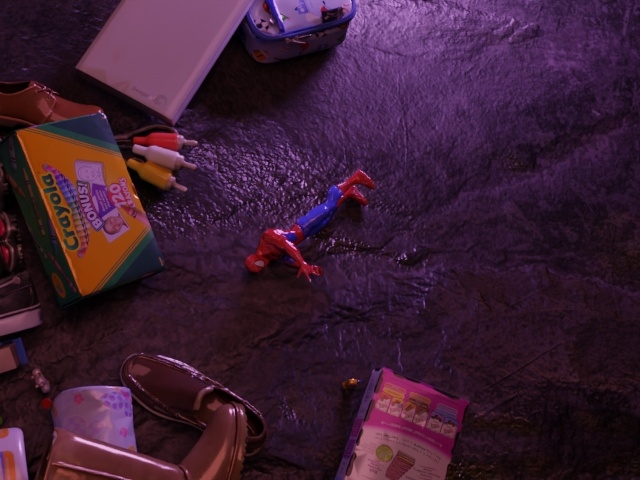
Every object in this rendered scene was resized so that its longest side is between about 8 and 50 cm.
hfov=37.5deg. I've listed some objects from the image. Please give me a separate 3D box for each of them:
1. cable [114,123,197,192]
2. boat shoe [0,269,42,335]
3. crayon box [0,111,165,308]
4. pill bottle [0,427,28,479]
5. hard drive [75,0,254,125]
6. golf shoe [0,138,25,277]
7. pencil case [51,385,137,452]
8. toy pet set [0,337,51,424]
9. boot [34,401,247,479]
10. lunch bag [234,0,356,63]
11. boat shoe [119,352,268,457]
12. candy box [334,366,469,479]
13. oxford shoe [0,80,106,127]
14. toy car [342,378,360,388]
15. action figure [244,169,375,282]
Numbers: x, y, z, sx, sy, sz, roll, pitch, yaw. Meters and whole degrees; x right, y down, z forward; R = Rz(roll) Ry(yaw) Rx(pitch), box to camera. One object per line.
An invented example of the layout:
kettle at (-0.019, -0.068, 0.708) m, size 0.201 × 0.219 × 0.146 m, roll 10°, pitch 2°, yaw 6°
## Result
cable at (-0.353, -0.168, 1.627) m, size 0.287 × 0.072 × 0.140 m, roll 14°, pitch 61°, yaw -10°
boat shoe at (-0.573, 0.113, 1.397) m, size 0.306 × 0.113 × 0.105 m, roll -14°, pitch 97°, yaw -23°
crayon box at (-0.379, -0.051, 1.503) m, size 0.165 × 0.081 × 0.279 m, roll -21°, pitch 88°, yaw -43°
pill bottle at (-0.542, 0.353, 1.295) m, size 0.272 × 0.152 × 0.152 m, roll -6°, pitch 69°, yaw -18°
hard drive at (-0.274, -0.383, 1.711) m, size 0.203 × 0.040 × 0.308 m, roll 29°, pitch 75°, yaw 6°
golf shoe at (-0.548, -0.069, 1.510) m, size 0.120 × 0.105 × 0.273 m, roll -8°, pitch 69°, yaw -13°
pencil case at (-0.327, 0.350, 1.384) m, size 0.124 × 0.113 × 0.273 m, roll -15°, pitch 68°, yaw 15°
toy pet set at (-0.479, 0.214, 1.438) m, size 0.122 × 0.065 × 0.114 m, roll -17°, pitch 96°, yaw -6°
boot at (-0.246, 0.308, 1.318) m, size 0.269 × 0.089 × 0.236 m, roll 20°, pitch 57°, yaw -19°
lunch bag at (-0.080, -0.493, 1.834) m, size 0.243 × 0.115 × 0.303 m, roll -17°, pitch 72°, yaw -20°
boat shoe at (-0.193, 0.245, 1.479) m, size 0.257 × 0.095 × 0.095 m, roll 28°, pitch 62°, yaw -3°
candy box at (0.125, 0.341, 1.519) m, size 0.159 × 0.071 × 0.233 m, roll 23°, pitch 75°, yaw -6°
oxford shoe at (-0.470, -0.231, 1.607) m, size 0.212 × 0.076 × 0.076 m, roll 5°, pitch 31°, yaw -17°
toy car at (0.095, 0.273, 1.584) m, size 0.122 × 0.040 × 0.060 m, roll 17°, pitch 63°, yaw -9°
action figure at (0.000, 0.000, 1.647) m, size 0.280 × 0.091 × 0.139 m, roll -32°, pitch 70°, yaw -26°
